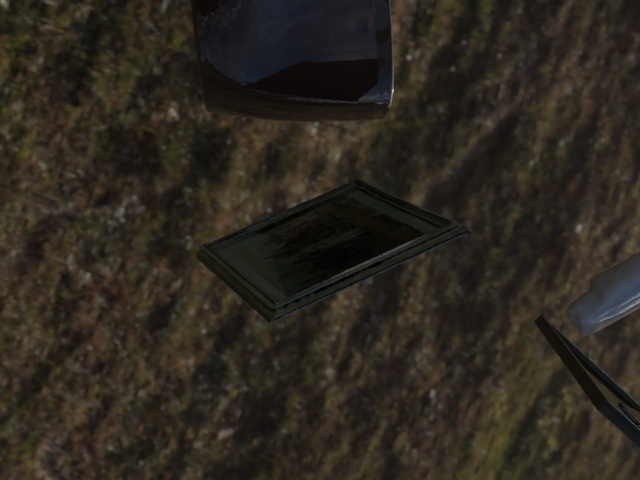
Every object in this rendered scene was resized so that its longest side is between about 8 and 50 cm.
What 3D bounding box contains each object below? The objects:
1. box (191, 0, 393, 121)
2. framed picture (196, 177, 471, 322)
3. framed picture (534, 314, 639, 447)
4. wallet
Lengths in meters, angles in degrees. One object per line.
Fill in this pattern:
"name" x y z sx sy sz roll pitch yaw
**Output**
"box" -0.039 -0.267 1.392 0.301 0.216 0.301 175 -90 -89
"framed picture" 0.000 0.000 1.220 0.217 0.274 0.017 -25 110 -15
"framed picture" 0.334 0.191 1.270 0.016 0.184 0.250 -44 116 10
"wallet" 0.241 0.005 0.787 0.183 0.032 0.124 -33 165 6
